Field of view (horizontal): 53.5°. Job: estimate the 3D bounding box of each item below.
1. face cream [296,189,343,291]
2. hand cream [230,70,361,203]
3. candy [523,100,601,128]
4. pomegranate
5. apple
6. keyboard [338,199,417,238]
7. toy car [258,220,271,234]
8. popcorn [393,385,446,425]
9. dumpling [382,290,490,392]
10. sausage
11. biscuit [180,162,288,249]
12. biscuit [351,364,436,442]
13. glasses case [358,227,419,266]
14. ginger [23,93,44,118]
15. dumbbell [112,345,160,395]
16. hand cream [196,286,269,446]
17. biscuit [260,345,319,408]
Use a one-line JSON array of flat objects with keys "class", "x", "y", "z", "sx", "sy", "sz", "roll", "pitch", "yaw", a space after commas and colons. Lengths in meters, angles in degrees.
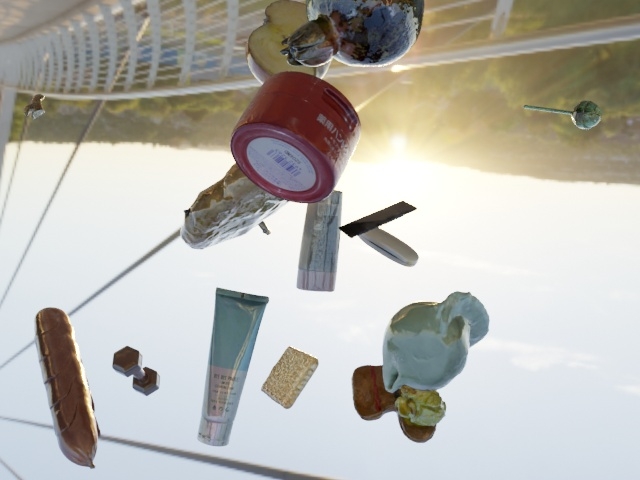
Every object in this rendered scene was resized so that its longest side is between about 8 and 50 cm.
[{"class": "face cream", "x": 0.000, "y": 0.000, "z": 1.651, "sx": 0.107, "sy": 0.270, "sz": 0.073, "roll": 4, "pitch": -173, "yaw": -11}, {"class": "hand cream", "x": -0.040, "y": -0.162, "z": 1.024, "sx": 0.193, "sy": 0.125, "sz": 0.193, "roll": 19, "pitch": 151, "yaw": 11}, {"class": "candy", "x": 0.528, "y": -0.287, "z": 1.404, "sx": 0.061, "sy": 0.061, "sz": 0.202, "roll": -3, "pitch": -162, "yaw": -31}, {"class": "pomegranate", "x": 0.060, "y": -0.493, "z": 1.400, "sx": 0.340, "sy": 0.285, "sz": 0.285, "roll": -42, "pitch": -152, "yaw": -19}, {"class": "apple", "x": -0.103, "y": -0.568, "z": 1.950, "sx": 0.251, "sy": 0.293, "sz": 0.163, "roll": 37, "pitch": 155, "yaw": 0}, {"class": "keyboard", "x": 0.145, "y": -0.053, "z": 1.594, "sx": 0.196, "sy": 0.015, "sz": 0.074, "roll": -23, "pitch": -155, "yaw": -17}, {"class": "toy car", "x": -0.201, "y": -0.056, "z": 2.147, "sx": 0.025, "sy": 0.093, "sz": 0.041, "roll": -39, "pitch": -174, "yaw": 5}, {"class": "popcorn", "x": 0.311, "y": 0.500, "z": 1.918, "sx": 0.141, "sy": 0.136, "sz": 0.162, "roll": 22, "pitch": -147, "yaw": 36}, {"class": "dumpling", "x": 0.294, "y": 0.292, "z": 1.671, "sx": 0.270, "sy": 0.212, "sz": 0.320, "roll": 39, "pitch": 142, "yaw": -23}, {"class": "sausage", "x": -0.505, "y": 0.271, "z": 1.250, "sx": 0.087, "sy": 0.088, "sz": 0.433, "roll": -4, "pitch": -144, "yaw": -32}, {"class": "biscuit", "x": -0.107, "y": -0.123, "z": 1.381, "sx": 0.429, "sy": 0.104, "sz": 0.446, "roll": -36, "pitch": 179, "yaw": 19}, {"class": "biscuit", "x": 0.235, "y": 0.513, "z": 2.028, "sx": 0.276, "sy": 0.052, "sz": 0.262, "roll": 1, "pitch": -132, "yaw": 3}, {"class": "glasses case", "x": 0.195, "y": 0.013, "z": 1.834, "sx": 0.197, "sy": 0.049, "sz": 0.076, "roll": 32, "pitch": -149, "yaw": 14}, {"class": "ginger", "x": -0.763, "y": -0.357, "z": 1.710, "sx": 0.030, "sy": 0.048, "sz": 0.097, "roll": -7, "pitch": -139, "yaw": 15}, {"class": "dumbbell", "x": -0.571, "y": 0.409, "z": 1.979, "sx": 0.081, "sy": 0.092, "sz": 0.231, "roll": -5, "pitch": 146, "yaw": 3}, {"class": "hand cream", "x": -0.192, "y": 0.256, "z": 1.299, "sx": 0.111, "sy": 0.313, "sz": 0.070, "roll": 13, "pitch": 178, "yaw": -7}, {"class": "biscuit", "x": -0.088, "y": 0.381, "z": 1.780, "sx": 0.030, "sy": 0.160, "sz": 0.249, "roll": 38, "pitch": 166, "yaw": -16}]
